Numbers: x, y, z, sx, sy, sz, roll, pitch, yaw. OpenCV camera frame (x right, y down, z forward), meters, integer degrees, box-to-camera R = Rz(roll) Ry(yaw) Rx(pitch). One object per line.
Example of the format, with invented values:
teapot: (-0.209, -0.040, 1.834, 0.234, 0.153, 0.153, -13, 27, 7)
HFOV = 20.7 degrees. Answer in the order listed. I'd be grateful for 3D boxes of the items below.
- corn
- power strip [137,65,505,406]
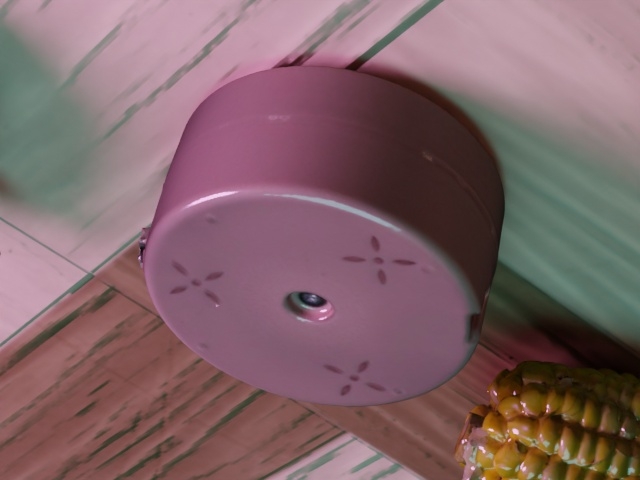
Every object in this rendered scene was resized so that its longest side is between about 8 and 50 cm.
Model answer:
corn: (0.207, 0.120, 0.832, 0.291, 0.101, 0.101, 10, 140, 0)
power strip: (0.000, 0.000, 0.763, 0.154, 0.078, 0.154, 10, 142, 8)
